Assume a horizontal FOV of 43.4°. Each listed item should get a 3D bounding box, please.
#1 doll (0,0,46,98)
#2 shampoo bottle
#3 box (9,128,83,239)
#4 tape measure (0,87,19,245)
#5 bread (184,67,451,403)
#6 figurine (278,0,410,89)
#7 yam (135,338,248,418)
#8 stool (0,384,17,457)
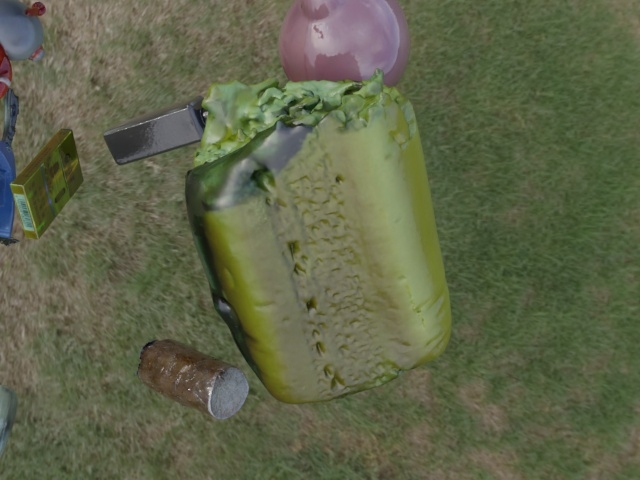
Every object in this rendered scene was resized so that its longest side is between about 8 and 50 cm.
[{"bbox_3d":[-0.504,-0.303,1.231,0.142,0.076,0.245,49,45,-19],"label":"doll"},{"bbox_3d":[-0.307,-0.222,1.609,0.246,0.080,0.079,-14,111,21],"label":"shampoo bottle"},{"bbox_3d":[-0.502,-0.107,1.494,0.030,0.193,0.121,8,130,10],"label":"box"},{"bbox_3d":[-0.687,-0.172,1.573,0.215,0.098,0.351,14,67,-48],"label":"tape measure"},{"bbox_3d":[0.000,0.000,0.879,0.251,0.208,0.376,-16,124,2],"label":"bread"},{"bbox_3d":[0.029,-0.247,0.994,0.173,0.173,0.173,-1,93,-20],"label":"figurine"},{"bbox_3d":[-0.171,0.181,1.069,0.079,0.141,0.079,-24,121,-47],"label":"yam"},{"bbox_3d":[-0.510,0.237,1.000,0.199,0.195,0.195,33,86,-24],"label":"stool"}]
